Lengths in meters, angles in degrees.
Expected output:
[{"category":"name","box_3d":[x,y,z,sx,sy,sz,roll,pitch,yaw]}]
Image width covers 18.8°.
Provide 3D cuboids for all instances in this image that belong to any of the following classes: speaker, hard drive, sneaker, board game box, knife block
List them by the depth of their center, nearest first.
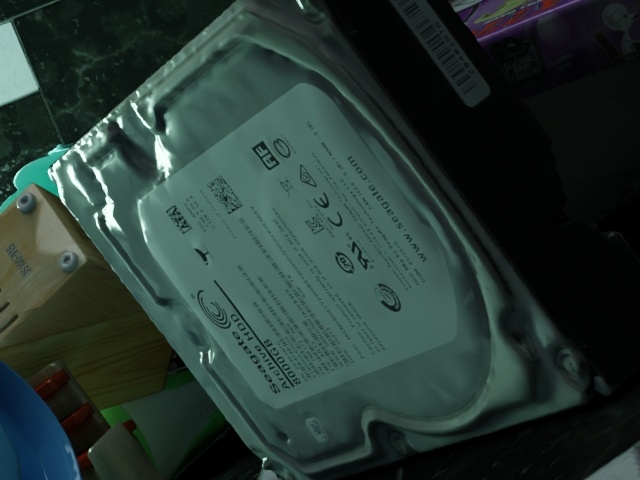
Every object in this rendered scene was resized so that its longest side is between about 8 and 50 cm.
[{"category":"hard drive","box_3d":[0.000,0.000,0.961,0.064,0.237,0.339,-39,5,-28]},{"category":"board game box","box_3d":[0.165,-0.141,1.075,0.347,0.056,0.208,-19,19,37]},{"category":"sneaker","box_3d":[0.143,-0.047,1.210,0.297,0.129,0.111,-19,5,10]},{"category":"knife block","box_3d":[-0.164,0.071,1.390,0.276,0.088,0.242,-44,-36,7]},{"category":"speaker","box_3d":[-0.094,0.087,1.527,0.296,0.131,0.131,-40,5,-39]}]

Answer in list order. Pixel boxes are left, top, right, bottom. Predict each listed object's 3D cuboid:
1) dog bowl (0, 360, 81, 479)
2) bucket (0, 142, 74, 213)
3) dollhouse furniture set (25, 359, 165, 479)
[{"category":"dog bowl","box_3d":[-0.200,0.161,0.937,0.074,0.166,0.297,-49,32,26]},{"category":"bucket","box_3d":[-0.167,0.019,1.939,0.281,0.281,0.183,-34,-3,34]},{"category":"dollhouse furniture set","box_3d":[-0.200,0.190,1.185,0.262,0.135,0.259,-35,5,26]}]
